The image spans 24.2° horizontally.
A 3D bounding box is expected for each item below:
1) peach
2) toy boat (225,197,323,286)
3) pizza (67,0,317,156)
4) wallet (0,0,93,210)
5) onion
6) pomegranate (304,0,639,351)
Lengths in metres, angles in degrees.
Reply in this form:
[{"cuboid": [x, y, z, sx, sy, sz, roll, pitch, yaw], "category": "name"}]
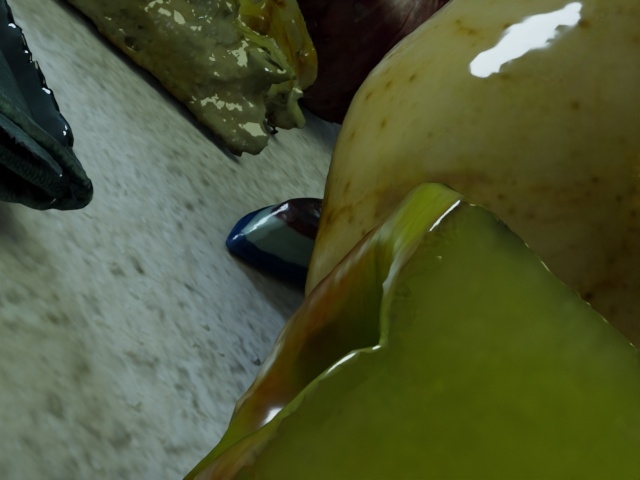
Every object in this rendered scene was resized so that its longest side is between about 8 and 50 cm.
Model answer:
[{"cuboid": [0.109, 0.184, 0.529, 0.380, 0.242, 0.306, 37, -6, 1], "category": "peach"}, {"cuboid": [0.000, 0.000, 1.012, 0.080, 0.046, 0.229, 58, 15, 16], "category": "toy boat"}, {"cuboid": [-0.085, -0.172, 1.098, 0.223, 0.089, 0.323, 47, 16, -1], "category": "pizza"}, {"cuboid": [-0.239, -0.168, 0.678, 0.342, 0.075, 0.237, 57, 10, 30], "category": "wallet"}, {"cuboid": [0.029, -0.220, 1.325, 0.252, 0.219, 0.252, 1, 88, -44], "category": "onion"}, {"cuboid": [0.178, 0.007, 0.834, 0.410, 0.410, 0.410, 46, 16, -17], "category": "pomegranate"}]
